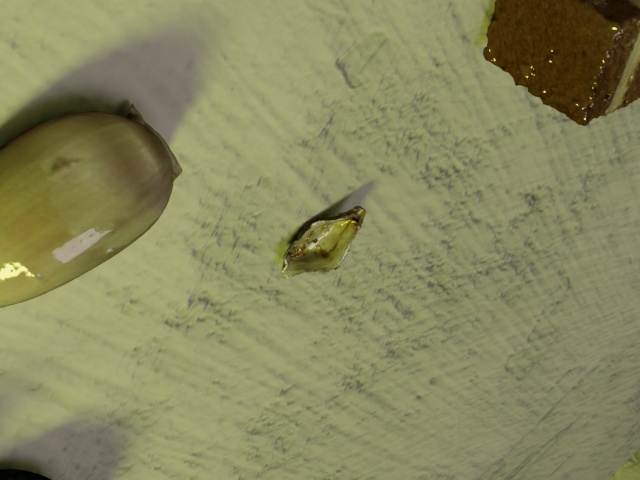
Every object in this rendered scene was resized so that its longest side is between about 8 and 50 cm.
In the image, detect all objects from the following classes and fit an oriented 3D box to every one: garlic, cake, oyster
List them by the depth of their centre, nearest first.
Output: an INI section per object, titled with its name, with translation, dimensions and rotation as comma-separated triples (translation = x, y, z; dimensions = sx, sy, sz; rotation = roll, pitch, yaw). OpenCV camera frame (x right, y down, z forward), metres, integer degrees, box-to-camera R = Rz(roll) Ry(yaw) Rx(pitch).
[garlic]
translation = -0.214, -0.001, 1.195
dimensions = 0.267, 0.128, 0.148
rotation = -28, 141, -10
[cake]
translation = 0.246, -0.197, 1.529
dimensions = 0.147, 0.135, 0.134
rotation = -27, 148, -33
[oyster]
translation = 0.001, 0.002, 1.588
dimensions = 0.093, 0.034, 0.051
rotation = -22, 133, -19

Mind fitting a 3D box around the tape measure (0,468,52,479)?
[tape measure]
translation = -0.284, 0.293, 1.502
dimensions = 0.207, 0.115, 0.235
rotation = -23, 148, -35
